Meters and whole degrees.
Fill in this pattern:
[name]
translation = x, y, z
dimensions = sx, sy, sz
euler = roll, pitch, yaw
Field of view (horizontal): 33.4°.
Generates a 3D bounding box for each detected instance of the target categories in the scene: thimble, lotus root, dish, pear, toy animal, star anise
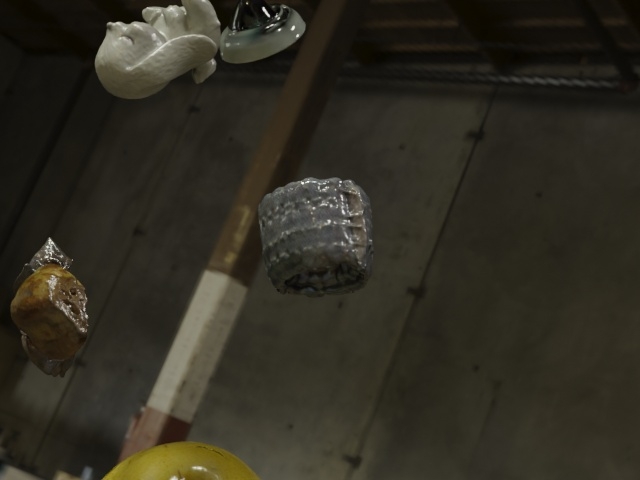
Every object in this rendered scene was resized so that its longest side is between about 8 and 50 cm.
[thimble]
translation = 0.000, 0.000, 1.882
dimensions = 0.205, 0.172, 0.236
euler = 2, -19, -29
[lotus root]
translation = -0.431, 0.111, 1.699
dimensions = 0.095, 0.159, 0.135
euler = 0, -10, -36
[dish]
translation = -0.100, -0.338, 1.627
dimensions = 0.141, 0.141, 0.078
euler = 11, -46, 40
[pear]
translation = -0.213, 0.483, 1.641
dimensions = 0.348, 0.348, 0.348
euler = 21, -14, 5
[toy animal]
translation = -0.368, -0.408, 2.346
dimensions = 0.272, 0.265, 0.206
euler = 0, -61, 47
[star anise]
translation = -0.570, 0.134, 2.228
dimensions = 0.108, 0.315, 0.315
euler = 0, -14, -2
